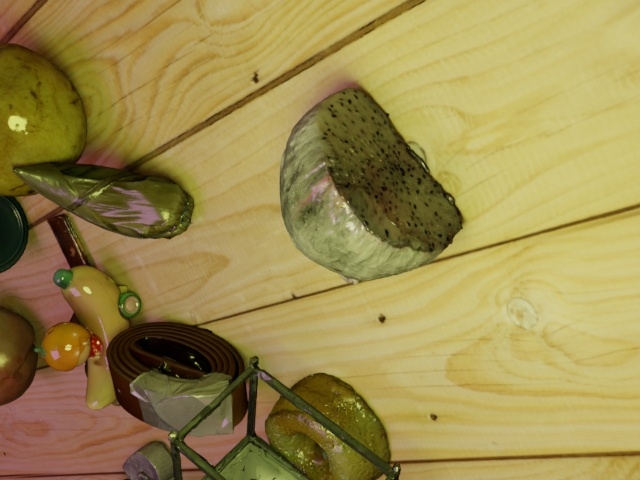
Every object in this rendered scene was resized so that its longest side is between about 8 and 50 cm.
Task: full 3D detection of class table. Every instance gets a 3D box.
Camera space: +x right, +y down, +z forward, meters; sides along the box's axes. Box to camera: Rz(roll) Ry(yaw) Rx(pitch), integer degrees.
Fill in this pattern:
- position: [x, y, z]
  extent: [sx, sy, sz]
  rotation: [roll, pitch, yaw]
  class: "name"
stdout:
- position: [-0.067, 0.436, 1.478]
  extent: [0.335, 0.222, 0.272]
  rotation: [32, 142, 23]
  class: "table"

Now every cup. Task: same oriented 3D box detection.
- position: [-0.885, -0.040, 2.110]
  extent: [0.292, 0.308, 0.242]
  rotation: [-6, 143, 43]
  class: "cup"

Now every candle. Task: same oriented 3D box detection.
- position: [-0.440, 0.602, 2.194]
  extent: [0.168, 0.068, 0.192]
  rotation: [15, 122, 39]
  class: "candle"

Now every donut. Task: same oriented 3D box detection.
- position: [-0.001, 0.390, 1.632]
  extent: [0.272, 0.107, 0.272]
  rotation: [25, 132, 32]
  class: "donut"

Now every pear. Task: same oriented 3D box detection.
- position: [-0.609, -0.229, 1.660]
  extent: [0.303, 0.304, 0.304]
  rotation: [22, 129, 31]
  class: "pear"

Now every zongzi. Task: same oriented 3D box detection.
- position: [-0.397, -0.087, 1.585]
  extent: [0.250, 0.274, 0.125]
  rotation: [6, 78, 34]
  class: "zongzi"

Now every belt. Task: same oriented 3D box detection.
- position: [-0.294, 0.282, 1.746]
  extent: [0.338, 0.217, 0.122]
  rotation: [17, 126, 32]
  class: "belt"

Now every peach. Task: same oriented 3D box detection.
- position: [-0.903, 0.316, 2.301]
  extent: [0.292, 0.247, 0.292]
  rotation: [37, 134, 51]
  class: "peach"

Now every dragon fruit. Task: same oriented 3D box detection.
- position: [0.033, -0.051, 1.250]
  extent: [0.283, 0.204, 0.221]
  rotation: [55, 139, 2]
  class: "dragon fruit"

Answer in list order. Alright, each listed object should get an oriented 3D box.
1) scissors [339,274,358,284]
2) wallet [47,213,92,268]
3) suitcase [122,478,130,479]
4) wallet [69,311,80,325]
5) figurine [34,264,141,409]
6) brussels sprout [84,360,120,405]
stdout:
- position: [0.000, 0.000, 1.440]
  extent: [0.189, 0.015, 0.100]
  rotation: [43, 156, 25]
  class: "scissors"
- position: [-0.583, 0.023, 1.991]
  extent: [0.095, 0.026, 0.176]
  rotation: [-7, 108, 51]
  class: "wallet"
- position: [-0.499, 0.808, 2.267]
  extent: [0.297, 0.161, 0.236]
  rotation: [63, 163, -8]
  class: "suitcase"
- position: [-0.570, 0.222, 2.100]
  extent: [0.137, 0.031, 0.255]
  rotation: [48, 138, 7]
  class: "wallet"
- position: [-0.517, 0.217, 1.879]
  extent: [0.124, 0.222, 0.325]
  rotation: [-3, 91, 41]
  class: "figurine"
- position: [-0.500, 0.320, 2.036]
  extent: [0.155, 0.117, 0.155]
  rotation: [33, 155, 18]
  class: "brussels sprout"
